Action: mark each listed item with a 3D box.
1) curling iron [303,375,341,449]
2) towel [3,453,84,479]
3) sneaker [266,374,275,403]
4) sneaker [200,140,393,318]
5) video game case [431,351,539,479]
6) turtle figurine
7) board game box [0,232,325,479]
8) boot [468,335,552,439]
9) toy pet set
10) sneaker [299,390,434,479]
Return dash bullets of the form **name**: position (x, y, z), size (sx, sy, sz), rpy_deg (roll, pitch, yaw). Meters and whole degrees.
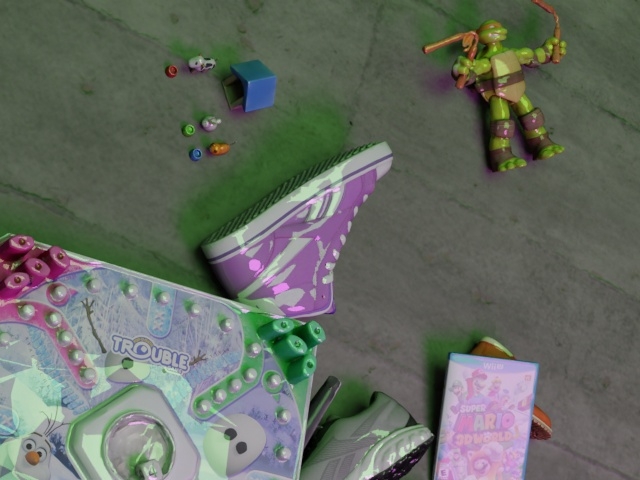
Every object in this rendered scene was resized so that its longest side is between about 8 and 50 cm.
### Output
- **curling iron**: position (-0.064, 0.259, 1.792), size (0.068, 0.035, 0.274), rpy_deg (45, 72, -7)
- **towel**: position (-0.283, 0.371, 1.653), size (0.235, 0.121, 0.284), rpy_deg (30, 63, -23)
- **sneaker**: position (-0.111, 0.211, 1.792), size (0.083, 0.118, 0.222), rpy_deg (51, 58, -11)
- **sneaker**: position (-0.001, 0.000, 1.930), size (0.282, 0.102, 0.161), rpy_deg (-35, 101, -22)
- **video game case**: position (0.209, 0.230, 1.995), size (0.119, 0.015, 0.166), rpy_deg (8, 89, -10)
- **turtle figurine**: position (0.240, -0.205, 2.125), size (0.269, 0.087, 0.217), rpy_deg (-19, 96, -42)
- **board game box**: position (-0.188, 0.218, 1.643), size (0.390, 0.050, 0.390), rpy_deg (18, 66, -24)
- **boot**: position (0.251, 0.193, 2.053), size (0.158, 0.059, 0.085), rpy_deg (41, 56, -15)
- **toy pet set**: position (-0.113, -0.172, 1.917), size (0.114, 0.065, 0.122), rpy_deg (-16, 87, -33)
- **sneaker**: position (0.006, 0.276, 1.873), size (0.271, 0.100, 0.108), rpy_deg (-30, 69, -29)
